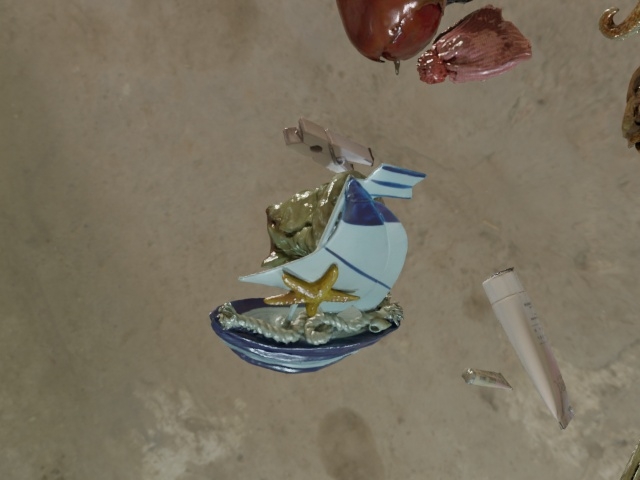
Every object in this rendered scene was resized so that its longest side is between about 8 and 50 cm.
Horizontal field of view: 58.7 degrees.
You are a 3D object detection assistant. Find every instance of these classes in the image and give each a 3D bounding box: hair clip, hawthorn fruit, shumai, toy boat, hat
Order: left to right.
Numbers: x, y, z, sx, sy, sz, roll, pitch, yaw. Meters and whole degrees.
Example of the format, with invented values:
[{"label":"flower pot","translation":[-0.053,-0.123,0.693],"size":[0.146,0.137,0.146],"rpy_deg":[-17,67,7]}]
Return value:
[{"label":"shumai","translation":[0.000,0.000,1.524],"size":[0.323,0.397,0.324],"rpy_deg":[2,66,29]},{"label":"hair clip","translation":[0.028,-0.276,1.718],"size":[0.101,0.330,0.085],"rpy_deg":[-29,59,33]},{"label":"toy boat","translation":[0.014,0.028,0.562],"size":[0.220,0.067,0.291],"rpy_deg":[4,134,-21]},{"label":"hawthorn fruit","translation":[0.091,-0.297,0.735],"size":[0.148,0.148,0.172],"rpy_deg":[8,125,16]},{"label":"hat","translation":[0.387,-0.496,1.508],"size":[0.286,0.107,0.237],"rpy_deg":[-27,54,-1]}]

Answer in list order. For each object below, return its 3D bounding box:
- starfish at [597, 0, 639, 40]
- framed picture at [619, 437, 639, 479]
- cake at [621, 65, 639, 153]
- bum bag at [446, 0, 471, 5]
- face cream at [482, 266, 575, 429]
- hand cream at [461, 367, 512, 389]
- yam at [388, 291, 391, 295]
[{"label":"starfish","translation":[0.558,-0.434,0.842],"size":[0.113,0.303,0.312],"rpy_deg":[38,78,11]},{"label":"framed picture","translation":[0.398,0.398,0.639],"size":[0.273,0.216,0.016],"rpy_deg":[54,147,-7]},{"label":"cake","translation":[0.805,-0.291,1.186],"size":[0.332,0.332,0.321],"rpy_deg":[-35,100,16]},{"label":"bum bag","translation":[0.395,-0.679,1.441],"size":[0.137,0.310,0.074],"rpy_deg":[-41,89,-5]},{"label":"face cream","translation":[0.324,0.162,0.877],"size":[0.058,0.092,0.244],"rpy_deg":[-31,72,30]},{"label":"hand cream","translation":[0.415,0.345,1.426],"size":[0.143,0.061,0.039],"rpy_deg":[15,114,-27]},{"label":"yam","translation":[0.107,0.077,1.246],"size":[0.054,0.054,0.132],"rpy_deg":[-28,85,17]}]
